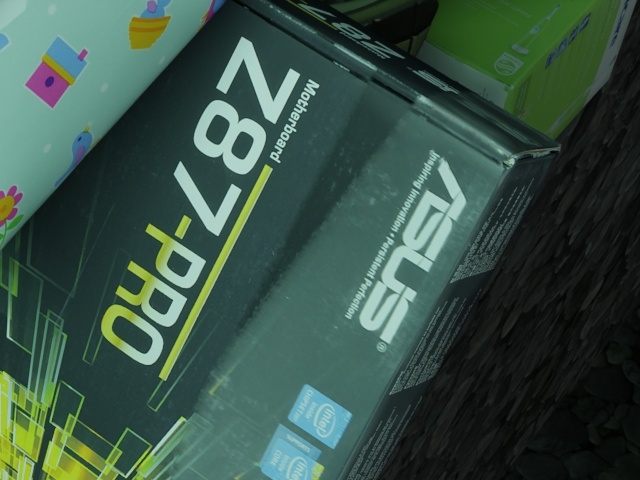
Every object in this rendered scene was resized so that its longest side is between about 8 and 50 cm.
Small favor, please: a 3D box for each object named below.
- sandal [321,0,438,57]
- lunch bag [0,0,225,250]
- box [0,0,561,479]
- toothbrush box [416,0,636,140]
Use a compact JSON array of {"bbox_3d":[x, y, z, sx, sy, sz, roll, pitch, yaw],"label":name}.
[{"bbox_3d":[-0.023,-0.143,1.386,0.303,0.086,0.120,-16,143,-44],"label":"sandal"},{"bbox_3d":[-0.175,-0.138,0.832,0.223,0.160,0.262,-49,150,-15],"label":"lunch bag"},{"bbox_3d":[-0.095,0.037,1.086,0.395,0.318,0.097,-62,163,17],"label":"box"},{"bbox_3d":[0.187,-0.178,1.823,0.283,0.122,0.206,-44,159,-34],"label":"toothbrush box"}]
